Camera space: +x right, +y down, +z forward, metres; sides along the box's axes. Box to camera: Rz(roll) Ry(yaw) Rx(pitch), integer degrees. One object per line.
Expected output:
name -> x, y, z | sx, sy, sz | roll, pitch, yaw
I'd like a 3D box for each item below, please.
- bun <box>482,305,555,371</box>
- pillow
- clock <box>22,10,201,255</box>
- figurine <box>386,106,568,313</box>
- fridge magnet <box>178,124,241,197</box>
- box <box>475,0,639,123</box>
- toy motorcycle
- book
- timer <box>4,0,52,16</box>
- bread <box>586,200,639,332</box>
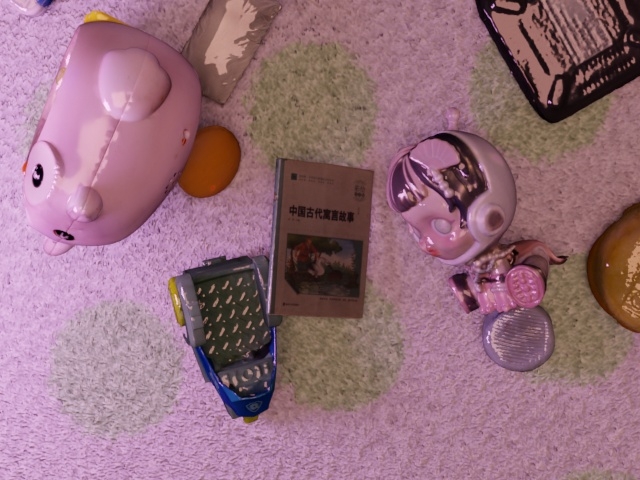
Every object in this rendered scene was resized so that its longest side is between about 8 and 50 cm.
bun -> 0.370, 0.179, 1.844 | 0.141, 0.083, 0.141 | 0, 88, -3
pillow -> -0.180, -0.374, 1.818 | 0.128, 0.051, 0.229 | 32, 99, 1
clock -> -0.361, -0.165, 1.688 | 0.250, 0.368, 0.376 | 22, 65, -20
figurine -> 0.267, -0.038, 1.765 | 0.361, 0.253, 0.211 | 51, 52, -11
fridge magnet -> -0.211, -0.147, 1.816 | 0.063, 0.143, 0.143 | 31, 99, 40
box -> 0.464, -0.396, 1.778 | 0.289, 0.073, 0.290 | -30, 95, 5
toy motorcycle -> -0.151, 0.197, 1.800 | 0.191, 0.200, 0.326 | -14, 100, -13
book -> 0.000, 0.000, 1.785 | 0.215, 0.025, 0.282 | 5, 87, -34
timer -> -0.578, -0.549, 1.802 | 0.253, 0.078, 0.178 | 38, 94, -3
bread -> 0.631, 0.051, 1.787 | 0.270, 0.148, 0.270 | 1, 95, 6
